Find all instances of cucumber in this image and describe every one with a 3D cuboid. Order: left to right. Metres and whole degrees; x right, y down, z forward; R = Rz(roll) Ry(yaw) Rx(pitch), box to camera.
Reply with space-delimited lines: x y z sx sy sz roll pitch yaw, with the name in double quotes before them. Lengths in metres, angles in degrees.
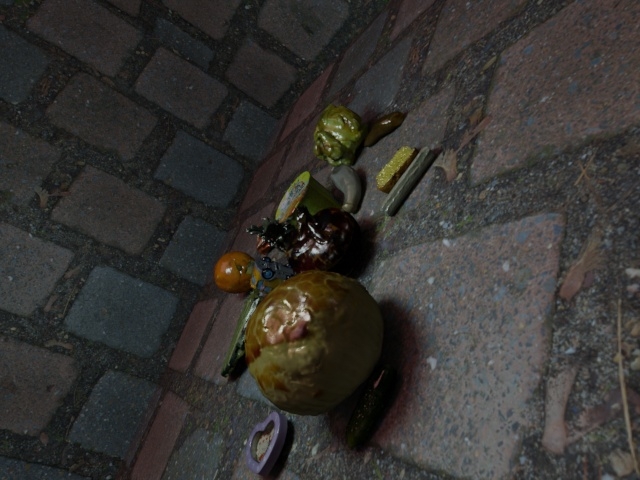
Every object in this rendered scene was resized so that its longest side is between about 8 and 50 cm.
"cucumber" 0.117 0.397 0.988 0.227 0.069 0.069 -63 22 3

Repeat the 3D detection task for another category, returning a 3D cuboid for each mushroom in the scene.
"mushroom" 0.114 -0.219 1.691 0.118 0.103 0.270 -49 30 26

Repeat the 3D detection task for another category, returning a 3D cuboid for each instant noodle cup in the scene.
"instant noodle cup" -0.045 -0.138 1.796 0.264 0.200 0.264 -46 26 30

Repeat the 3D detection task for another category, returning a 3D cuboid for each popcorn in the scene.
"popcorn" 0.077 -0.470 1.900 0.276 0.226 0.276 -51 20 27

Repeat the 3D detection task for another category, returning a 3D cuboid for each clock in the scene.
"clock" -0.160 0.640 1.288 0.198 0.064 0.172 -48 25 29

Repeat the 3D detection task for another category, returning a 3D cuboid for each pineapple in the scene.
"pineapple" -0.130 -0.005 1.641 0.169 0.341 0.169 -42 32 35

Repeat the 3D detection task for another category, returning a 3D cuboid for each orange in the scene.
"orange" -0.458 0.172 2.269 0.240 0.240 0.240 -47 26 31

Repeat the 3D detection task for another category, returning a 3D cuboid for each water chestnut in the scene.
"water chestnut" 0.000 0.000 1.443 0.300 0.300 0.300 -47 26 31

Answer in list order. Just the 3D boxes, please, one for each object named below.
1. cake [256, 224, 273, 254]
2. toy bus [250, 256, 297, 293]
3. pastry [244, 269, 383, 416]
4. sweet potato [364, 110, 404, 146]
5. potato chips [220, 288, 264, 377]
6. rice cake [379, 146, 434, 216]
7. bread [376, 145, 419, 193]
"cake" -0.324 -0.012 2.384 0.135 0.098 0.287 -58 23 8
"toy bus" -0.196 0.164 1.765 0.136 0.210 0.126 -65 21 19
"pastry" -0.026 0.249 1.098 0.388 0.313 0.388 -53 7 10
"sweet potato" 0.245 -0.461 1.727 0.244 0.077 0.077 -26 40 53
"potato chips" -0.358 0.428 1.917 0.429 0.070 0.358 -70 16 -11
"rice cake" 0.279 -0.190 1.357 0.256 0.052 0.057 -55 20 13
"bread" 0.269 -0.247 1.433 0.187 0.065 0.103 -53 22 22
